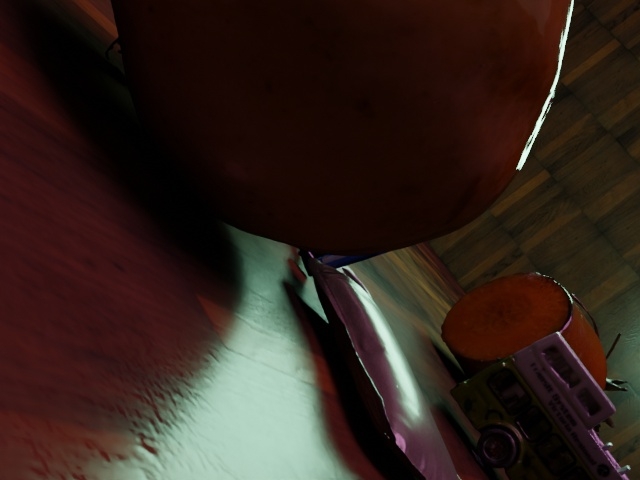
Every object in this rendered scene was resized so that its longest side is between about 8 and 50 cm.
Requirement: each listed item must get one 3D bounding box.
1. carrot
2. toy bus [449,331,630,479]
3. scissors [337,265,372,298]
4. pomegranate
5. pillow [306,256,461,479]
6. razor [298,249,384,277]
[{"bbox_3d":[0.319,0.173,1.359,0.331,0.193,0.214,52,51,-39],"label":"carrot"},{"bbox_3d":[0.265,0.244,0.929,0.301,0.139,0.113,56,10,13],"label":"toy bus"},{"bbox_3d":[0.000,0.000,0.941,0.100,0.015,0.189,45,9,-32],"label":"scissors"},{"bbox_3d":[0.002,-0.148,0.616,0.338,0.338,0.338,51,7,-9],"label":"pomegranate"},{"bbox_3d":[0.048,0.101,0.669,0.130,0.038,0.232,51,8,-32],"label":"pillow"},{"bbox_3d":[-0.048,-0.078,0.896,0.324,0.093,0.056,53,-30,36],"label":"razor"}]
